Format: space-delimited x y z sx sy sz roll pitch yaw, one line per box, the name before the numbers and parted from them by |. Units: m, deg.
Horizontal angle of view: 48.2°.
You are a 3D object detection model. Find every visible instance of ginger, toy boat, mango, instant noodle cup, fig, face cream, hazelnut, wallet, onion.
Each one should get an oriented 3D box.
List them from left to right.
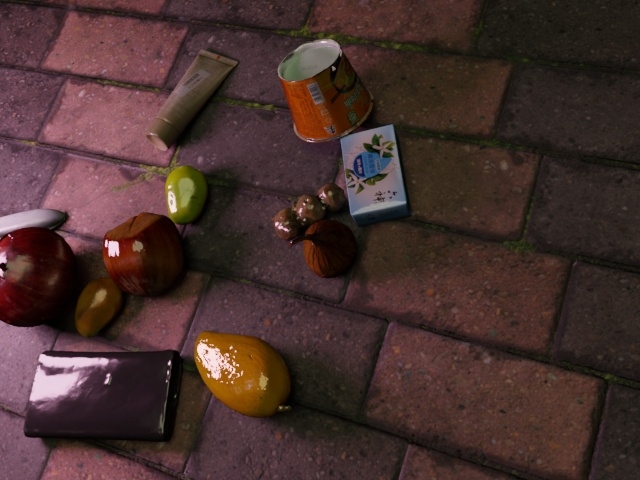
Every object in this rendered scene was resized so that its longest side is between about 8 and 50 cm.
toy boat | -0.870 -0.040 2.085 0.260 0.085 0.078 -14 66 -1
onion | -0.773 0.099 1.910 0.276 0.276 0.276 -6 68 15
mango | -0.595 0.173 1.907 0.115 0.089 0.165 39 87 17
wallet | -0.555 0.392 1.822 0.405 0.062 0.229 -3 69 17
hazelnut | -0.460 0.040 1.881 0.212 0.181 0.181 -15 37 10
mango | -0.363 -0.125 1.955 0.117 0.089 0.163 -12 78 4
face cream | -0.384 -0.416 2.082 0.137 0.084 0.341 23 69 22
mango | -0.187 0.312 1.707 0.316 0.119 0.177 25 86 29
ginger | -0.027 -0.073 1.825 0.204 0.080 0.104 -33 31 2
fig | 0.000 0.000 1.729 0.133 0.201 0.146 -29 57 15
instant noodle cup | 0.001 -0.396 1.854 0.230 0.182 0.230 -16 44 16

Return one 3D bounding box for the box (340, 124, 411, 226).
box | 0.139 -0.165 1.812 0.142 0.083 0.232 -12 65 12
